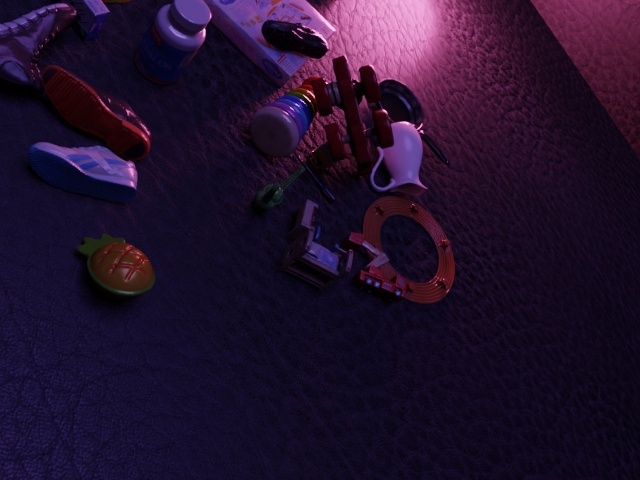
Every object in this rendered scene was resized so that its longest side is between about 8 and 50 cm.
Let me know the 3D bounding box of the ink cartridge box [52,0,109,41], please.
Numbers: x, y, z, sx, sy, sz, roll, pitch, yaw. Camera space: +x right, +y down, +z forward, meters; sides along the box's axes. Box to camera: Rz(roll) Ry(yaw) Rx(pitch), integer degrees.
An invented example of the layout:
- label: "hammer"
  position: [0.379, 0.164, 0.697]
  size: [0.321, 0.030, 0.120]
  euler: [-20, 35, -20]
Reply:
- label: "ink cartridge box"
  position: [-0.589, -0.583, 1.597]
  size: [0.207, 0.097, 0.046]
  euler: [52, 46, 1]

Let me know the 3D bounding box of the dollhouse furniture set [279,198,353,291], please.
- label: "dollhouse furniture set"
  position: [0.000, 0.000, 1.676]
  size: [0.129, 0.129, 0.183]
  euler: [28, 51, -21]

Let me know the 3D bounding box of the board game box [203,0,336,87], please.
- label: "board game box"
  position: [-0.146, -0.645, 1.989]
  size: [0.318, 0.066, 0.318]
  euler: [43, 47, -9]

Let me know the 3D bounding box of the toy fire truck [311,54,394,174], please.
- label: "toy fire truck"
  position: [0.086, -0.335, 1.855]
  size: [0.169, 0.254, 0.302]
  euler: [-15, 88, 1]

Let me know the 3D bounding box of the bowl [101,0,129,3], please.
- label: "bowl"
  position: [-0.545, -0.759, 1.695]
  size: [0.290, 0.156, 0.289]
  euler: [19, 54, -28]

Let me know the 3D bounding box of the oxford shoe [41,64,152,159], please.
- label: "oxford shoe"
  position: [-0.491, -0.291, 1.506]
  size: [0.271, 0.097, 0.098]
  euler: [43, 27, -26]

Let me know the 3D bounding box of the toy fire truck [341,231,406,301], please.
- label: "toy fire truck"
  position: [0.143, 0.071, 1.787]
  size: [0.192, 0.047, 0.135]
  euler: [22, 59, -15]

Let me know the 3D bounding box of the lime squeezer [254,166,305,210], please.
- label: "lime squeezer"
  position: [-0.113, -0.129, 1.695]
  size: [0.059, 0.110, 0.310]
  euler: [32, 16, 2]

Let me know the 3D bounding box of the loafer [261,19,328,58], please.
- label: "loafer"
  position: [-0.075, -0.576, 1.911]
  size: [0.223, 0.076, 0.078]
  euler: [7, 57, -40]

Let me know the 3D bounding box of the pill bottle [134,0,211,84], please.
- label: "pill bottle"
  position: [-0.353, -0.486, 1.633]
  size: [0.124, 0.221, 0.124]
  euler: [18, 55, -28]

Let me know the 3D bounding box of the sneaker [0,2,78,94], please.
- label: "sneaker"
  position: [-0.621, -0.401, 1.478]
  size: [0.281, 0.106, 0.162]
  euler: [-37, 97, -35]

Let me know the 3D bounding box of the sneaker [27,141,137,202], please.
- label: "sneaker"
  position: [-0.498, -0.156, 1.431]
  size: [0.229, 0.087, 0.092]
  euler: [21, 46, -35]

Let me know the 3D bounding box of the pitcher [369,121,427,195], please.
- label: "pitcher"
  position: [0.219, -0.239, 2.003]
  size: [0.178, 0.125, 0.207]
  euler: [-1, 76, -21]

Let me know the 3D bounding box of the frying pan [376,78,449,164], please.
- label: "frying pan"
  position: [0.301, -0.391, 2.189]
  size: [0.326, 0.053, 0.197]
  euler: [37, 48, -16]

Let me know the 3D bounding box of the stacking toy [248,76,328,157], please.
- label: "stacking toy"
  position: [-0.061, -0.360, 1.848]
  size: [0.141, 0.141, 0.330]
  euler: [44, 43, -8]

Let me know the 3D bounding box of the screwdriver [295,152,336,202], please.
- label: "screwdriver"
  position: [-0.017, -0.170, 1.847]
  size: [0.170, 0.025, 0.024]
  euler: [48, 46, 8]

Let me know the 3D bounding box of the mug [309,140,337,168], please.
- label: "mug"
  position: [0.013, -0.233, 1.884]
  size: [0.064, 0.078, 0.062]
  euler: [54, 13, -11]

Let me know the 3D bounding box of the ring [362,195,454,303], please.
- label: "ring"
  position: [0.260, 0.019, 1.931]
  size: [0.337, 0.032, 0.336]
  euler: [18, 55, -27]

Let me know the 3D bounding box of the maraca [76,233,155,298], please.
- label: "maraca"
  position: [-0.410, 0.048, 1.366]
  size: [0.127, 0.099, 0.186]
  euler: [-12, 46, -46]
